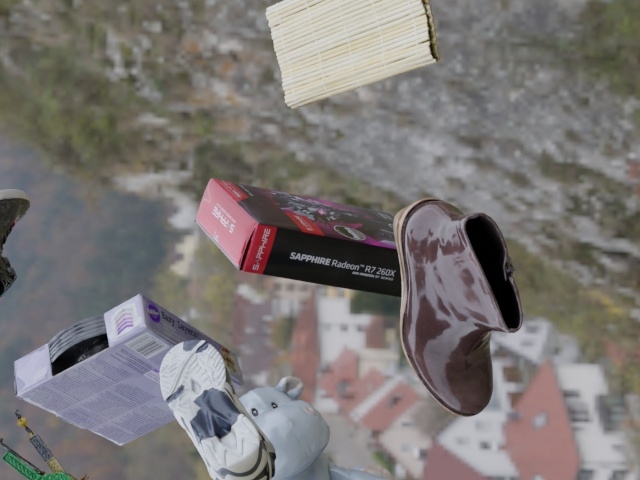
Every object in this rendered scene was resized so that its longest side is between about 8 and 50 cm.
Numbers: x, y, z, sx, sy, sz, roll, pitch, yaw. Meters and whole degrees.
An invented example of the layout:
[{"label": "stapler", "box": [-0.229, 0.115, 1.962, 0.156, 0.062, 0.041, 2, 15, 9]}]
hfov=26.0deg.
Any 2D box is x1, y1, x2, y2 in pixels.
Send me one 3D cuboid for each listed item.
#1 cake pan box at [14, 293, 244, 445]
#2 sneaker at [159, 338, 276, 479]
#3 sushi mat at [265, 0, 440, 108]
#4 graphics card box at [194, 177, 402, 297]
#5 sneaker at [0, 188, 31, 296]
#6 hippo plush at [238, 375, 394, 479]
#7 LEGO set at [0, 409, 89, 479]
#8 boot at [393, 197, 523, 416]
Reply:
[{"label": "cake pan box", "box": [-0.289, 0.200, 2.085, 0.267, 0.245, 0.070, 37, -150, -49]}, {"label": "sneaker", "box": [-0.126, 0.245, 1.785, 0.235, 0.094, 0.153, 45, 160, 42]}, {"label": "sushi mat", "box": [0.037, -0.278, 1.858, 0.316, 0.019, 0.151, -12, 93, 52]}, {"label": "graphics card box", "box": [0.000, 0.000, 2.347, 0.233, 0.370, 0.094, 42, 117, 59]}, {"label": "sneaker", "box": [-0.516, 0.019, 2.158, 0.104, 0.147, 0.296, -45, -4, 28]}, {"label": "hippo plush", "box": [-0.019, 0.311, 1.980, 0.294, 0.234, 0.237, 22, 130, 68]}, {"label": "LEGO set", "box": [-0.439, 0.304, 1.651, 0.255, 0.331, 0.192, -62, 0, -11]}, {"label": "boot", "box": [0.145, 0.080, 1.386, 0.207, 0.090, 0.248, -161, 51, -73]}]
